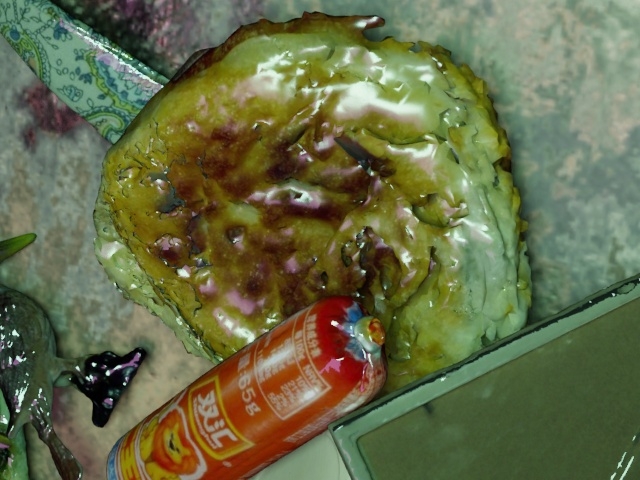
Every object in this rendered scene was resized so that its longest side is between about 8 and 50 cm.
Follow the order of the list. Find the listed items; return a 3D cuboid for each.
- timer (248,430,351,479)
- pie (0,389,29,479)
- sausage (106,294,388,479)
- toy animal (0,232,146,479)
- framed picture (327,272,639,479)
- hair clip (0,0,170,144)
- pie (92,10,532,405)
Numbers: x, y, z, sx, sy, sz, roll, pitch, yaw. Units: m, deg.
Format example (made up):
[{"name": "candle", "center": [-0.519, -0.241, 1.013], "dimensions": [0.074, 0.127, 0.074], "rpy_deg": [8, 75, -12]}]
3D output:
[{"name": "timer", "center": [0.081, 0.236, 1.065], "dimensions": [0.266, 0.175, 0.175], "rpy_deg": [29, 116, -20]}, {"name": "pie", "center": [-0.342, 0.156, 1.248], "dimensions": [0.303, 0.067, 0.302], "rpy_deg": [5, 106, 16]}, {"name": "sausage", "center": [-0.039, 0.103, 1.035], "dimensions": [0.074, 0.074, 0.274], "rpy_deg": [52, 135, -1]}, {"name": "toy animal", "center": [-0.203, 0.072, 1.167], "dimensions": [0.202, 0.105, 0.070], "rpy_deg": [50, 148, 4]}, {"name": "framed picture", "center": [0.200, 0.143, 0.981], "dimensions": [0.335, 0.022, 0.247], "rpy_deg": [-26, 98, -11]}, {"name": "hair clip", "center": [-0.167, -0.126, 1.117], "dimensions": [0.229, 0.036, 0.066], "rpy_deg": [42, 130, 3]}, {"name": "pie", "center": [0.000, -0.001, 1.063], "dimensions": [0.308, 0.085, 0.308], "rpy_deg": [8, 116, 17]}]
